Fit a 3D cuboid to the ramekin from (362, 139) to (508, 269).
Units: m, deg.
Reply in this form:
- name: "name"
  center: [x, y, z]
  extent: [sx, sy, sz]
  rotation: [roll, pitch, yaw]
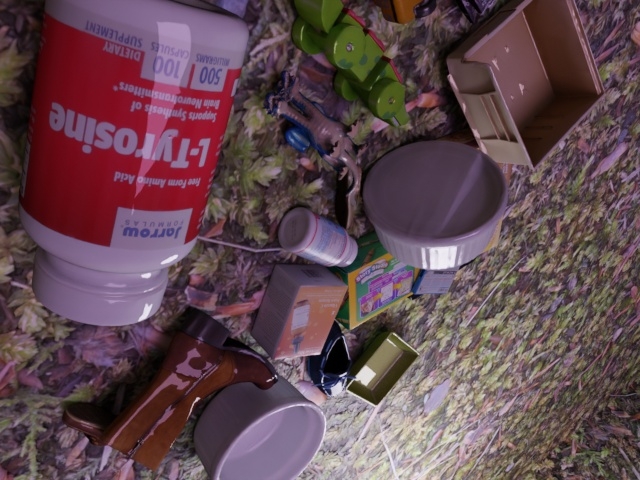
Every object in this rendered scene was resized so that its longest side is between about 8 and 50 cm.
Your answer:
- name: "ramekin"
  center: [0.223, -0.062, 1.186]
  extent: [0.273, 0.273, 0.127]
  rotation: [-35, 142, -18]

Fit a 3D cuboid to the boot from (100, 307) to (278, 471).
- name: "boot"
  center: [-0.226, 0.305, 1.124]
  extent: [0.280, 0.096, 0.264]
  rotation: [-57, 139, -16]

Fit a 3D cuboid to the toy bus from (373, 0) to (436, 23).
- name: "toy bus"
  center: [0.204, -0.487, 0.970]
  extent: [0.333, 0.130, 0.108]
  rotation: [-40, 138, -13]

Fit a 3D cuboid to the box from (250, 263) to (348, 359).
- name: "box"
  center: [-0.044, 0.142, 1.224]
  extent: [0.130, 0.091, 0.170]
  rotation: [2, 116, -42]

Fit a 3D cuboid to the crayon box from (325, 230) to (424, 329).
- name: "crayon box"
  center: [0.145, 0.060, 1.340]
  extent: [0.279, 0.081, 0.165]
  rotation: [-25, 132, -26]

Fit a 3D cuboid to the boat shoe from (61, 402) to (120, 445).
- name: "boat shoe"
  center: [-0.390, 0.339, 1.079]
  extent: [0.060, 0.064, 0.178]
  rotation: [-51, 141, -3]

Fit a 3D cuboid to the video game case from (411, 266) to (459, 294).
- name: "video game case"
  center: [0.280, 0.049, 1.373]
  extent: [0.119, 0.015, 0.166]
  rotation: [3, 117, -40]

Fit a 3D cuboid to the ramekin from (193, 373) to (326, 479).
- name: "ramekin"
  center: [-0.137, 0.419, 1.305]
  extent: [0.277, 0.135, 0.277]
  rotation: [-23, 131, -29]

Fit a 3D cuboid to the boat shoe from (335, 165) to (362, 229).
- name: "boat shoe"
  center: [0.060, -0.084, 1.187]
  extent: [0.045, 0.050, 0.135]
  rotation: [-16, 128, -27]

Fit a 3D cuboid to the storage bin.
- name: "storage bin"
  center: [0.413, -0.325, 1.213]
  extent: [0.262, 0.123, 0.260]
  rotation: [-43, 119, -18]

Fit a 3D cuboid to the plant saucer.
- name: "plant saucer"
  center: [0.150, 0.323, 1.557]
  extent: [0.188, 0.045, 0.188]
  rotation: [-50, 138, -2]

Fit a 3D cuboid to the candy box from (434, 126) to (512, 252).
- name: "candy box"
  center: [0.341, -0.101, 1.394]
  extent: [0.183, 0.087, 0.316]
  rotation: [-24, 131, -27]

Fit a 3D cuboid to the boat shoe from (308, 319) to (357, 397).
- name: "boat shoe"
  center: [0.022, 0.286, 1.384]
  extent: [0.109, 0.089, 0.258]
  rotation: [-33, 135, -19]

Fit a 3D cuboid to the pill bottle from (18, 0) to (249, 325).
- name: "pill bottle"
  center: [-0.247, -0.108, 0.766]
  extent: [0.229, 0.229, 0.407]
  rotation: [-1, 119, -41]

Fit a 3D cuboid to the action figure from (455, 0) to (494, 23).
- name: "action figure"
  center: [0.369, -0.520, 1.078]
  extent: [0.285, 0.185, 0.099]
  rotation: [-39, 108, 8]

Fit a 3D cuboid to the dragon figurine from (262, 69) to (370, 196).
- name: "dragon figurine"
  center: [0.000, -0.181, 1.039]
  extent: [0.085, 0.144, 0.289]
  rotation: [-52, 158, -2]

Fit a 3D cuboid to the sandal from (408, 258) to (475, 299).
- name: "sandal"
  center: [0.315, 0.068, 1.514]
  extent: [0.255, 0.054, 0.097]
  rotation: [-31, 134, -22]

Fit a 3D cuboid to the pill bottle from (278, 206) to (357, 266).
- name: "pill bottle"
  center: [0.000, 0.000, 1.166]
  extent: [0.160, 0.087, 0.087]
  rotation: [25, 100, -48]

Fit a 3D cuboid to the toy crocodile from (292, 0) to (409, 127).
- name: "toy crocodile"
  center: [0.062, -0.299, 0.989]
  extent: [0.105, 0.115, 0.340]
  rotation: [-52, 138, 0]
